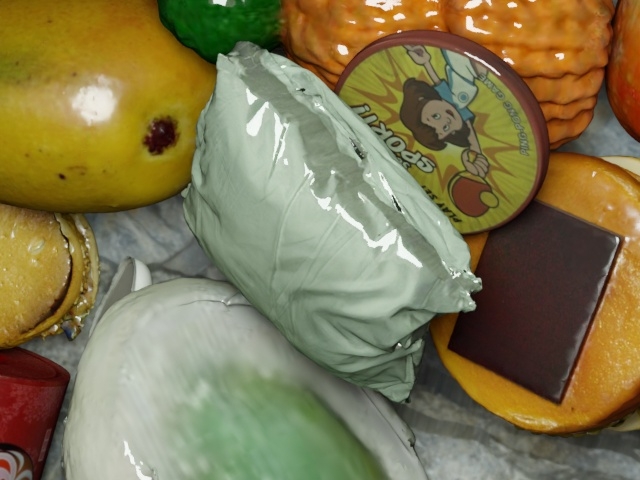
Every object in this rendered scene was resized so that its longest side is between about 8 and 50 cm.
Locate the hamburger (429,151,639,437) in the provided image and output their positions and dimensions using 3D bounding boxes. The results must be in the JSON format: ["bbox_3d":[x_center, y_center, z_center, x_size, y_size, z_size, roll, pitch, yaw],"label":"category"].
[{"bbox_3d":[0.254,0.054,1.598,0.291,0.225,0.291,-2,86,32],"label":"hamburger"}]

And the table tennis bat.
[{"bbox_3d":[0.085,-0.074,1.524,0.200,0.038,0.310,41,140,-2],"label":"table tennis bat"}]

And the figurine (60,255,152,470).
[{"bbox_3d":[-0.175,0.146,1.807,0.141,0.166,0.250,14,123,-19],"label":"figurine"}]

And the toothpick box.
[{"bbox_3d":[-0.405,0.275,1.805,0.204,0.204,0.333,18,94,15],"label":"toothpick box"}]

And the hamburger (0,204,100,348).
[{"bbox_3d":[-0.334,0.026,1.832,0.191,0.118,0.182,-9,83,12],"label":"hamburger"}]

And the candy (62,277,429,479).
[{"bbox_3d":[-0.082,0.238,1.632,0.186,0.386,0.427,-21,98,44],"label":"candy"}]

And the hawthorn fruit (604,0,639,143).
[{"bbox_3d":[0.398,-0.178,1.550,0.284,0.284,0.284,0,89,16],"label":"hawthorn fruit"}]

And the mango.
[{"bbox_3d":[-0.304,-0.158,1.740,0.445,0.300,0.232,11,117,21],"label":"mango"}]

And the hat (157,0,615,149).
[{"bbox_3d":[0.062,-0.226,1.562,0.400,0.285,0.285,2,90,-17],"label":"hat"}]

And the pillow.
[{"bbox_3d":[0.000,0.000,1.525,0.310,0.283,0.138,45,62,8],"label":"pillow"}]
